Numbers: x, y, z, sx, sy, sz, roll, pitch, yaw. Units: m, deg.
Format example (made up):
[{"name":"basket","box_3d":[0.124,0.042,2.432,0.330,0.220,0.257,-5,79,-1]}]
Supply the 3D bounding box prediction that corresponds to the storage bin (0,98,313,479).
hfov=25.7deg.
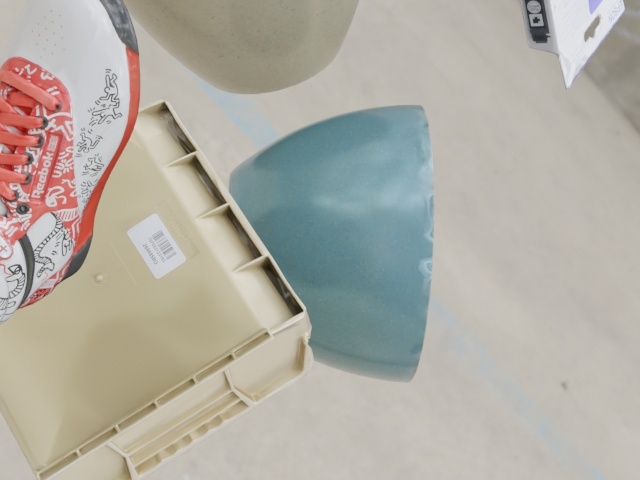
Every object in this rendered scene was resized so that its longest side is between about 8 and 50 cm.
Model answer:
[{"name":"storage bin","box_3d":[-0.177,0.052,1.214,0.262,0.260,0.123,56,-7,23]}]

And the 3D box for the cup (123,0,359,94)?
[{"name":"cup","box_3d":[-0.081,-0.305,1.551,0.331,0.331,0.237,-89,166,-50]}]

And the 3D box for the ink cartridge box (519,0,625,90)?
[{"name":"ink cartridge box","box_3d":[0.289,-0.313,1.634,0.206,0.045,0.208,-49,133,-42]}]

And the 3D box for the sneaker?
[{"name":"sneaker","box_3d":[-0.206,-0.045,0.935,0.090,0.270,0.145,32,40,14]}]

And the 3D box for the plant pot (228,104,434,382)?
[{"name":"plant pot","box_3d":[0.000,0.000,1.460,0.195,0.290,0.290,2,42,-5]}]
